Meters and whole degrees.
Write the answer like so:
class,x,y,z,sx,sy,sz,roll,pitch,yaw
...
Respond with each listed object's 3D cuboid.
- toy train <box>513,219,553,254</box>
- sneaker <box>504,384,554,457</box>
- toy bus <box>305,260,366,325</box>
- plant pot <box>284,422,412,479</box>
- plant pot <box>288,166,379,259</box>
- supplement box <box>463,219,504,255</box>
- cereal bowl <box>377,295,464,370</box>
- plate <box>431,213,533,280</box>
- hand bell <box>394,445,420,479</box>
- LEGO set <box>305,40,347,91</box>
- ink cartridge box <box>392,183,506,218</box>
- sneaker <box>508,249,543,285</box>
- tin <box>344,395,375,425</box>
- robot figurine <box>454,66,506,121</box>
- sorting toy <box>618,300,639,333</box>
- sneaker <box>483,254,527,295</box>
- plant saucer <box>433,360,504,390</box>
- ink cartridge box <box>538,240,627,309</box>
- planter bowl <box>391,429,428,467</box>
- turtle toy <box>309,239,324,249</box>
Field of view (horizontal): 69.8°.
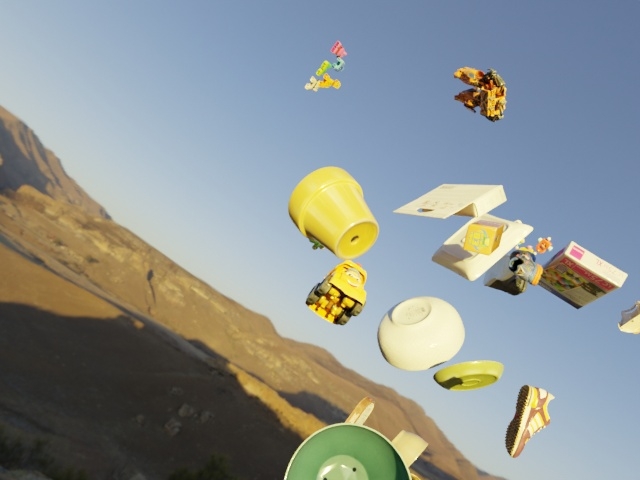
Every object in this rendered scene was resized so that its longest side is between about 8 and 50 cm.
class,x,y,z,sx,sy,sz,roll,pitch,yaw
toy train,0.783,0.003,1.722,0.046,0.125,0.166,-7,43,-42
sneaker,0.528,0.462,1.149,0.084,0.185,0.069,18,1,1
toy bus,0.079,0.140,1.467,0.149,0.211,0.220,36,-33,-3
plant pot,0.060,0.593,1.098,0.290,0.290,0.195,32,-19,11
plant pot,0.056,-0.071,1.492,0.239,0.254,0.254,53,-1,38
supplement box,0.466,-0.013,1.300,0.080,0.078,0.233,14,10,23
cereal bowl,0.367,0.324,1.752,0.339,0.339,0.141,14,-46,54
plate,0.547,0.003,1.609,0.045,0.277,0.278,52,-4,-20
hand bell,0.248,0.727,1.467,0.126,0.126,0.242,35,6,-2
LEGO set,0.050,-0.688,1.901,0.093,0.227,0.087,9,42,-48
ink cartridge box,0.408,-0.109,1.482,0.275,0.239,0.060,17,-47,64
sneaker,0.691,0.077,1.584,0.087,0.083,0.221,21,16,1
tin,0.149,0.710,1.835,0.040,0.190,0.106,35,-3,37
robot figurine,0.656,-0.602,1.886,0.291,0.085,0.211,-118,-169,-54
sorting toy,0.832,0.198,1.217,0.045,0.075,0.083,31,-55,-7
sneaker,0.773,0.141,1.831,0.147,0.105,0.296,18,-18,4
plant saucer,0.511,0.472,1.577,0.241,0.037,0.241,-3,-35,-2
ink cartridge box,0.836,0.131,1.530,0.186,0.065,0.311,35,-16,15
planter bowl,0.338,0.836,1.846,0.109,0.162,0.162,42,-11,23
turtle toy,0.000,0.000,2.110,0.095,0.066,0.130,-23,-14,40
